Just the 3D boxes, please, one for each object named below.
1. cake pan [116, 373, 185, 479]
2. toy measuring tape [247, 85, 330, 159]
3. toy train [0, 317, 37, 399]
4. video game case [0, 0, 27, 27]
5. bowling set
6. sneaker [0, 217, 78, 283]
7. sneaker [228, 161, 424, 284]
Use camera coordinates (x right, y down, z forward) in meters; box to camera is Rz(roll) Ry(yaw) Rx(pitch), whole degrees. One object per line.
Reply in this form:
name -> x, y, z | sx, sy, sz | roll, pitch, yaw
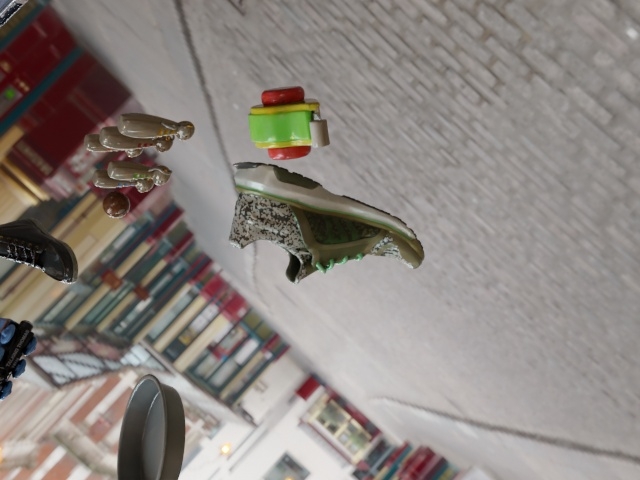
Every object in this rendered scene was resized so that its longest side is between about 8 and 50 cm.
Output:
cake pan -> -0.353, 0.428, 1.910 | 0.054, 0.293, 0.293 | 12, -171, -28
toy measuring tape -> -0.052, -0.169, 1.368 | 0.121, 0.121, 0.330 | 45, -173, -11
toy train -> -0.638, 0.241, 1.830 | 0.105, 0.184, 0.080 | -2, 147, 49
video game case -> -0.468, -0.432, 1.359 | 0.026, 0.196, 0.274 | -2, 179, -31
bowling set -> -0.374, -0.141, 1.873 | 0.154, 0.200, 0.287 | 3, 177, -31
sneaker -> -0.602, 0.032, 1.900 | 0.222, 0.083, 0.118 | 33, -152, 34
sneaker -> 0.000, 0.000, 1.657 | 0.410, 0.182, 0.158 | 22, 178, -25
